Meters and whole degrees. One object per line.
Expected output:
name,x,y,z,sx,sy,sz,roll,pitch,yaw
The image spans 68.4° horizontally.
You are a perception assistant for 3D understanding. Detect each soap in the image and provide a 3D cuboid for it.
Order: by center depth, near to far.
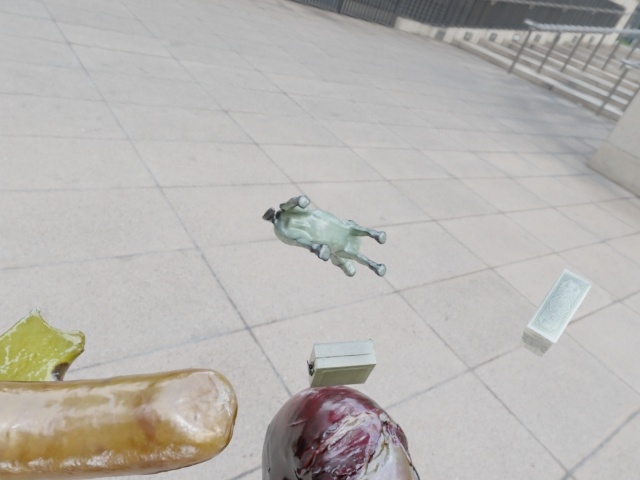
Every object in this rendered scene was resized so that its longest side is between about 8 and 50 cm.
soap,-0.484,0.239,0.640,0.143,0.281,0.259,45,35,-10

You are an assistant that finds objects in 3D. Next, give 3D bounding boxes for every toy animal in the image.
toy animal,0.003,-0.005,0.649,0.217,0.073,0.176,23,-7,-36

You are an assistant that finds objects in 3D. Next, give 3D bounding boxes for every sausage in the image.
sausage,-0.219,0.185,0.470,0.270,0.109,0.109,-2,35,-8

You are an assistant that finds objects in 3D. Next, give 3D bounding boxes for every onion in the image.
onion,0.017,0.379,0.701,0.232,0.314,0.314,-13,45,-37

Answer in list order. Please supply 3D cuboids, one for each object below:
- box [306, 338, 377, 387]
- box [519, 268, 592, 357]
box,0.024,0.164,0.618,0.083,0.079,0.035,-1,55,-11
box,0.182,0.060,0.372,0.024,0.054,0.083,35,-6,27
